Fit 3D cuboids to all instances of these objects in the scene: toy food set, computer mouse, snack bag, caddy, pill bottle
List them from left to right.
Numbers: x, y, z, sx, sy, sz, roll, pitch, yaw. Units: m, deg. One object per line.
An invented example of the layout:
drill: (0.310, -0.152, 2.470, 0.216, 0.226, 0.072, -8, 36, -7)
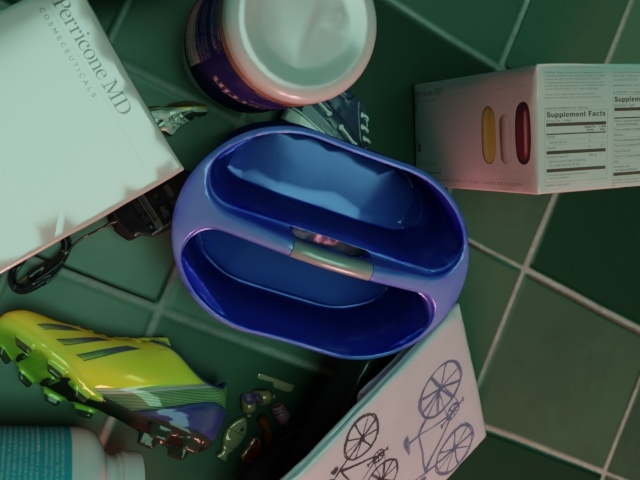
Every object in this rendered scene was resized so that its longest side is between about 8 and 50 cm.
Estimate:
pill bottle: (-0.331, 0.274, 0.783, 0.264, 0.146, 0.146, 7, 93, -24)
computer mouse: (-0.252, -0.011, 0.849, 0.242, 0.041, 0.071, -30, 87, -11)
toy food set: (-0.079, 0.242, 0.958, 0.078, 0.019, 0.122, 25, 86, -24)
pill bottle: (-0.062, -0.216, 0.782, 0.153, 0.265, 0.153, -3, 97, -22)
caddy: (0.000, 0.000, 0.840, 0.342, 0.179, 0.241, 17, 103, -14)
snack bag: (0.089, 0.285, 0.942, 0.342, 0.037, 0.323, -42, 137, -21)

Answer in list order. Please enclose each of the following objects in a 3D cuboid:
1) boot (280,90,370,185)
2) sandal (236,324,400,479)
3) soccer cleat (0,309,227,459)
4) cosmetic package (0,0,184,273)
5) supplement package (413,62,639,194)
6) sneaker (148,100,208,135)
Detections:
boot: (0.044, -0.130, 0.943, 0.190, 0.069, 0.086, 41, 85, -21)
sandal: (-0.026, 0.306, 0.939, 0.445, 0.107, 0.167, -58, 142, -13)
soccer cleat: (-0.239, 0.151, 0.857, 0.289, 0.093, 0.121, 34, 52, -19)
cosmetic package: (-0.357, -0.068, 0.714, 0.385, 0.156, 0.217, -33, 105, -11)
supplement package: (0.273, -0.143, 0.937, 0.204, 0.262, 0.145, -6, 98, -23)
sneaker: (-0.175, -0.145, 0.872, 0.083, 0.032, 0.036, -12, 114, -17)
